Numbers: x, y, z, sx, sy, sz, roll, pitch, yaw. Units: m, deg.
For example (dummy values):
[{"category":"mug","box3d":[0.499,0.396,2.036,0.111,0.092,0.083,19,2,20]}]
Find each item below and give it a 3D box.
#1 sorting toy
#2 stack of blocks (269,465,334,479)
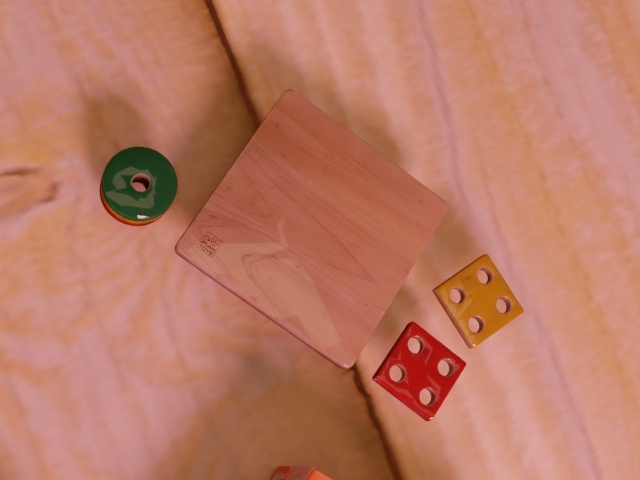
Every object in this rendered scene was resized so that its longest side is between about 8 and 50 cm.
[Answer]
[{"category":"sorting toy","box3d":[0.000,0.000,0.676,0.274,0.046,0.132,35,71,-7]},{"category":"stack of blocks","box3d":[-0.020,0.300,0.585,0.171,0.087,0.297,34,71,-8]}]
